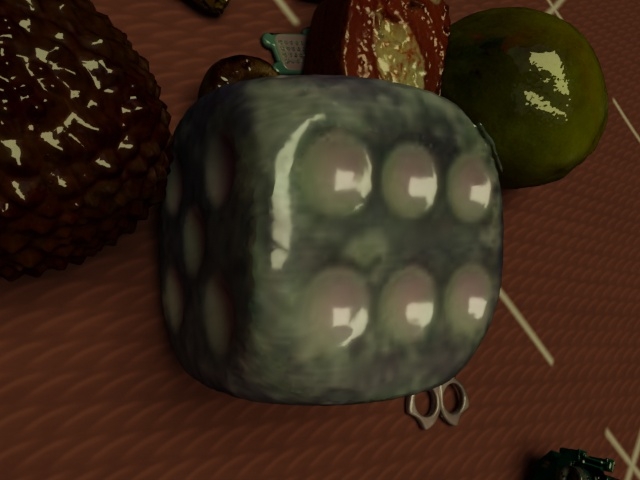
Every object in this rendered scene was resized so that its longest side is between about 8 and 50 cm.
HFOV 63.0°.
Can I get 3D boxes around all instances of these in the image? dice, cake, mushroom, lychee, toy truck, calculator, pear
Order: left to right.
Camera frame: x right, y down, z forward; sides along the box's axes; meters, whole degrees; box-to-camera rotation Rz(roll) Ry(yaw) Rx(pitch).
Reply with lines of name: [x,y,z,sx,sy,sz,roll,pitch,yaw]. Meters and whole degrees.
lychee: [-0.272,-0.094,0.423,0.300,0.264,0.264,23,65,-23]
mushroom: [-0.078,-0.161,0.677,0.171,0.080,0.135,27,77,-25]
calculator: [-0.019,-0.279,0.784,0.141,0.019,0.094,-14,80,-34]
dice: [0.000,0.000,0.533,0.270,0.271,0.269,1,90,-32]
cake: [0.072,-0.251,0.742,0.177,0.151,0.282,19,78,-24]
pear: [0.308,-0.220,0.833,0.322,0.269,0.269,19,66,-14]
toy truck: [0.357,0.416,0.763,0.110,0.116,0.215,23,72,-24]

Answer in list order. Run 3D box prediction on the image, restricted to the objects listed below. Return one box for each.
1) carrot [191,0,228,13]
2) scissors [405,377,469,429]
carrot: [-0.214,-0.381,0.668,0.229,0.069,0.068,31,62,-21]
scissors: [0.164,0.165,0.767,0.110,0.021,0.212,3,74,-28]
